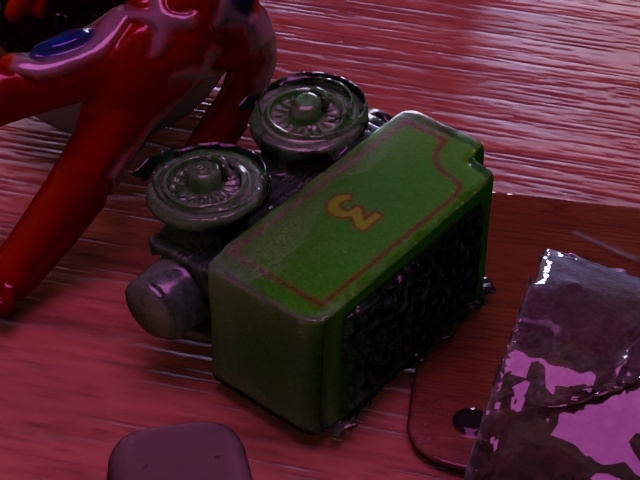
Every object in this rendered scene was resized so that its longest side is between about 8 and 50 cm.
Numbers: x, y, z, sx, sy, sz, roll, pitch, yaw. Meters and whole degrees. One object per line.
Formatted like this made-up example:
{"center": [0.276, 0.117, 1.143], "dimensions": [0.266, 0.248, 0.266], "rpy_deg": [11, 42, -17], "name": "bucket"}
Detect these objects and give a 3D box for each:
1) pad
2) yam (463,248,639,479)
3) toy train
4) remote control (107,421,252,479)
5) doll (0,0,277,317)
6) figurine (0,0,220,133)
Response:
{"center": [0.210, 0.067, 1.117], "dimensions": [0.286, 0.018, 0.284], "rpy_deg": [6, 39, 6], "name": "pad"}
{"center": [0.215, 0.159, 0.851], "dimensions": [0.348, 0.241, 0.241], "rpy_deg": [22, 42, 20], "name": "yam"}
{"center": [0.000, 0.000, 1.092], "dimensions": [0.188, 0.132, 0.243], "rpy_deg": [28, 48, 27], "name": "toy train"}
{"center": [-0.060, 0.210, 0.900], "dimensions": [0.090, 0.038, 0.309], "rpy_deg": [-7, 39, -10], "name": "remote control"}
{"center": [-0.111, -0.126, 1.117], "dimensions": [0.384, 0.188, 0.099], "rpy_deg": [-45, 34, -12], "name": "doll"}
{"center": [-0.139, -0.194, 1.311], "dimensions": [0.281, 0.167, 0.370], "rpy_deg": [-15, 25, 18], "name": "figurine"}
